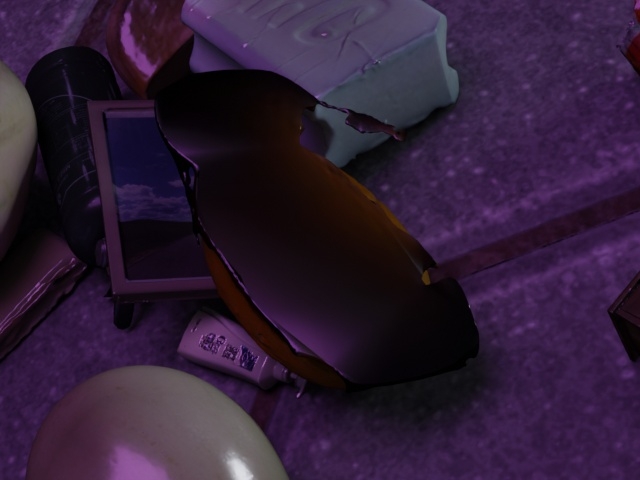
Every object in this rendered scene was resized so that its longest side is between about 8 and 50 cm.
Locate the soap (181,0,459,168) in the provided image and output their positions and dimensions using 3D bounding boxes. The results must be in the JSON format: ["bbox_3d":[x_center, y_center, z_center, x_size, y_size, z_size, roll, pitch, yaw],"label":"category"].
[{"bbox_3d":[-0.015,-0.193,1.483,0.173,0.095,0.289,-30,44,-19],"label":"soap"}]

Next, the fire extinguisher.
[{"bbox_3d":[-0.214,-0.057,1.513,0.114,0.095,0.311,-66,33,33],"label":"fire extinguisher"}]

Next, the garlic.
[{"bbox_3d":[-0.158,-0.231,1.625,0.101,0.087,0.195,30,66,16],"label":"garlic"}]

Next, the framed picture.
[{"bbox_3d":[-0.108,-0.040,1.424,0.189,0.023,0.260,-2,45,-12],"label":"framed picture"}]

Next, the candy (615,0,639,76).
[{"bbox_3d":[0.322,-0.130,1.302,0.086,0.059,0.292,-30,47,2],"label":"candy"}]

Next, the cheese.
[{"bbox_3d":[-0.379,0.144,1.479,0.400,0.034,0.085,-47,52,-12],"label":"cheese"}]

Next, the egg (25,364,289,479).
[{"bbox_3d":[-0.114,0.204,1.178,0.188,0.188,0.254,-43,53,-9],"label":"egg"}]

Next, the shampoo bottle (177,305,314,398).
[{"bbox_3d":[-0.059,0.099,1.342,0.141,0.034,0.049,19,60,36],"label":"shampoo bottle"}]

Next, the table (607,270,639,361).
[{"bbox_3d":[0.278,0.057,1.167,0.082,0.070,0.083,29,71,41],"label":"table"}]

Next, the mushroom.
[{"bbox_3d":[-0.374,-0.069,1.474,0.202,0.246,0.246,12,53,-7],"label":"mushroom"}]

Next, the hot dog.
[{"bbox_3d":[-0.005,0.004,1.301,0.194,0.107,0.326,-16,61,-13],"label":"hot dog"}]
